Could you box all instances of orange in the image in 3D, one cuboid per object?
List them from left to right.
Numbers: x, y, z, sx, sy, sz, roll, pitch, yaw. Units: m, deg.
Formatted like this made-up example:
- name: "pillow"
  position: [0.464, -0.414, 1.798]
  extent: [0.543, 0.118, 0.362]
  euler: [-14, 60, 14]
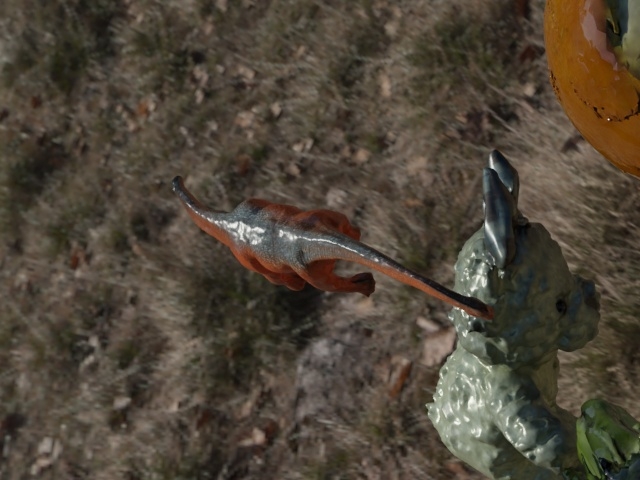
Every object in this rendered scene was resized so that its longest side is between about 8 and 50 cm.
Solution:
- name: "orange"
  position: [0.257, -0.139, 0.710]
  extent: [0.240, 0.240, 0.240]
  euler: [-11, 71, 35]

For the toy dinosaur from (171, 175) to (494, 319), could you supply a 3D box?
- name: "toy dinosaur"
  position: [-0.002, 0.006, 0.720]
  extent: [0.280, 0.101, 0.055]
  euler: [14, 86, 35]

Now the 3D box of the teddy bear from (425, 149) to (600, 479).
- name: "teddy bear"
  position: [0.293, 0.129, 1.349]
  extent: [0.375, 0.327, 0.362]
  euler: [25, 122, 3]

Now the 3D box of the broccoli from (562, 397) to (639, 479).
- name: "broccoli"
  position: [0.316, 0.222, 1.084]
  extent: [0.263, 0.247, 0.243]
  euler: [-66, 24, 11]
